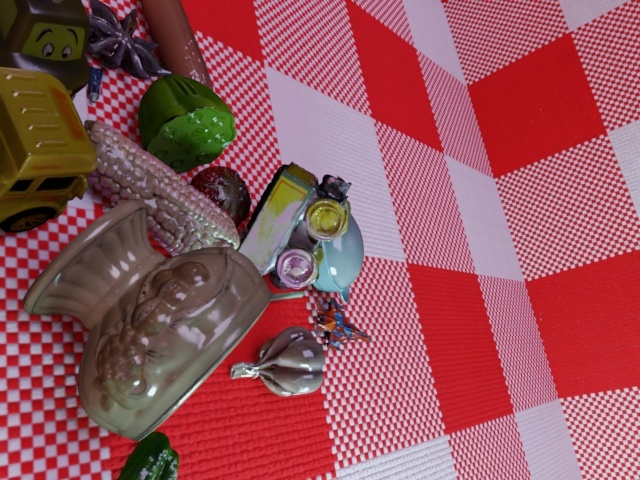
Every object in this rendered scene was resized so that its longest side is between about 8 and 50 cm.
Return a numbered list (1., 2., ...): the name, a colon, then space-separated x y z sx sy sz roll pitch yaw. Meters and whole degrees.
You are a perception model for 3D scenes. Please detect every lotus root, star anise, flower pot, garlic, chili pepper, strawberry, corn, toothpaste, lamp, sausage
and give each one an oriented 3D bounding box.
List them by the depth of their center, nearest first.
1. chili pepper: -0.258 0.387 0.780 0.100 0.074 0.256 43 41 -30
2. flower pot: -0.248 0.097 0.786 0.244 0.307 0.307 43 39 -5
3. corn: -0.282 -0.074 0.970 0.335 0.127 0.126 46 40 -24
4. toothpaste: -0.405 -0.281 1.009 0.027 0.019 0.083 10 58 -30
5. star anise: -0.382 -0.380 1.055 0.205 0.061 0.180 3 68 -52
6. lotus root: -0.271 -0.246 1.057 0.186 0.186 0.186 29 50 -41
7. garlic: -0.078 0.232 1.075 0.194 0.127 0.131 8 67 -29
8. strawberry: -0.195 -0.083 1.115 0.145 0.086 0.145 27 51 -39
9. sausage: -0.298 -0.408 1.159 0.086 0.086 0.288 -17 86 -55
10. lamp: 0.011 -0.004 1.280 0.284 0.147 0.209 45 34 -28

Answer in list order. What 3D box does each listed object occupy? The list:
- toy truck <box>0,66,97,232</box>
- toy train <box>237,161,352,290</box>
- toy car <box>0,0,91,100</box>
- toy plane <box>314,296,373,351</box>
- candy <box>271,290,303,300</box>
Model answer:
1. toy truck: -0.466 -0.107 0.643 0.405 0.254 0.180 -15 79 -57
2. toy train: -0.050 -0.028 1.102 0.178 0.260 0.134 30 14 -4
3. toy car: -0.438 -0.324 0.833 0.204 0.198 0.247 -19 88 -55
4. toy plane: 0.053 0.208 1.299 0.189 0.061 0.130 37 44 -42
5. candy: -0.123 0.117 1.117 0.336 0.092 0.092 6 80 -60
